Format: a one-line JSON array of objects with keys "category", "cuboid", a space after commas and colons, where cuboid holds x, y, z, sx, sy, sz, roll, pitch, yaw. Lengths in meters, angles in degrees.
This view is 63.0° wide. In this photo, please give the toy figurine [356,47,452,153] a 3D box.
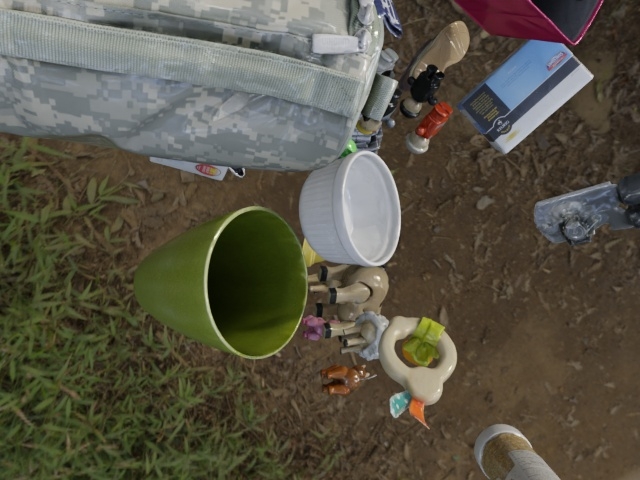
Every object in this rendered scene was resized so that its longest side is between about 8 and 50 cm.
[{"category": "toy figurine", "cuboid": [0.190, -0.329, 1.253, 0.210, 0.213, 0.148, 12, 143, -20]}]

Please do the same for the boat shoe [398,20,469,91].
[{"category": "boat shoe", "cuboid": [0.308, -0.501, 1.426, 0.285, 0.092, 0.102, -52, 123, -25]}]

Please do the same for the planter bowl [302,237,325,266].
[{"category": "planter bowl", "cuboid": [0.000, 0.000, 1.719, 0.090, 0.217, 0.217, 14, 102, 3]}]

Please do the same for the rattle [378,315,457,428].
[{"category": "rattle", "cuboid": [0.143, 0.231, 0.841, 0.130, 0.199, 0.142, 17, 136, -13]}]

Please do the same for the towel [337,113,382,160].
[{"category": "towel", "cuboid": [0.036, -0.319, 1.433, 0.284, 0.235, 0.121, 2, 133, 10]}]

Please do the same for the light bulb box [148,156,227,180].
[{"category": "light bulb box", "cuboid": [-0.315, -0.414, 1.434, 0.225, 0.358, 0.360, 14, 70, -16]}]

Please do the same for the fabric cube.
[{"category": "fabric cube", "cuboid": [0.472, -0.622, 1.175, 0.259, 0.258, 0.254, 19, 102, -37]}]

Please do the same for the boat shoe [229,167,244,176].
[{"category": "boat shoe", "cuboid": [-0.326, -0.298, 1.848, 0.066, 0.063, 0.184, -29, 125, -4]}]

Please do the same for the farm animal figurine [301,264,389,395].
[{"category": "farm animal figurine", "cuboid": [0.072, 0.149, 1.131, 0.172, 0.330, 0.326, -5, 143, -16]}]

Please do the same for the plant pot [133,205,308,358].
[{"category": "plant pot", "cuboid": [-0.223, 0.081, 1.029, 0.275, 0.294, 0.274, 6, 82, -54]}]

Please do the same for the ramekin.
[{"category": "ramekin", "cuboid": [0.051, -0.053, 0.952, 0.207, 0.109, 0.207, 12, 75, -54]}]

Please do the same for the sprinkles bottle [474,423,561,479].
[{"category": "sprinkles bottle", "cuboid": [0.407, 0.483, 1.017, 0.121, 0.355, 0.121, 0, 93, 1]}]

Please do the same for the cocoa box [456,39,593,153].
[{"category": "cocoa box", "cuboid": [0.665, -0.496, 1.755, 0.347, 0.231, 0.228, -43, 93, 16]}]

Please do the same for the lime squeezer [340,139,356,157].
[{"category": "lime squeezer", "cuboid": [0.043, -0.135, 1.044, 0.110, 0.059, 0.310, -47, 123, -43]}]

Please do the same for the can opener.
[{"category": "can opener", "cuboid": [0.426, -0.066, 0.689, 0.284, 0.095, 0.076, -18, 114, 37]}]

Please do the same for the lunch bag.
[{"category": "lunch bag", "cuboid": [-0.119, -0.159, 0.409, 0.305, 0.256, 0.212, 5, 116, -16]}]
